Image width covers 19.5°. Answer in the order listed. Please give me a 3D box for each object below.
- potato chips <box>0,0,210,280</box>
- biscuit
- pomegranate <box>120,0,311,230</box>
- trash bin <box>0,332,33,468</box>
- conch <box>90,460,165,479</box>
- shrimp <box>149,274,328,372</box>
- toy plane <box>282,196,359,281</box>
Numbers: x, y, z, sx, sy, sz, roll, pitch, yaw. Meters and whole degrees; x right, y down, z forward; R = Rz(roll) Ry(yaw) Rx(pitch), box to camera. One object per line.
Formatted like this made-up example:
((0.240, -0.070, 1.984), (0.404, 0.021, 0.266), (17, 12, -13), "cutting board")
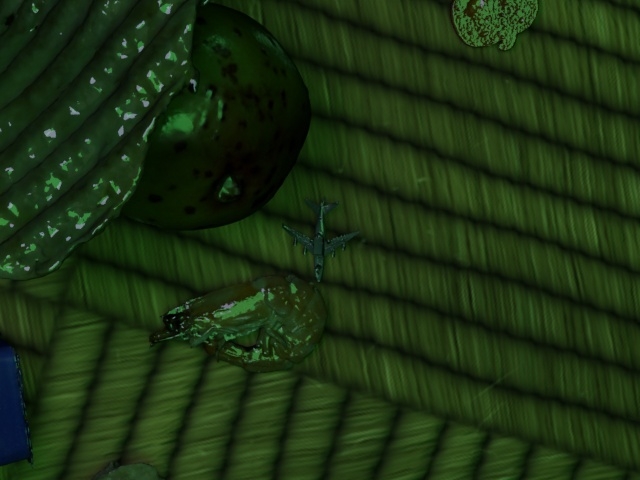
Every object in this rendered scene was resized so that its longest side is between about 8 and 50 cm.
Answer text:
((-0.247, -0.169, 1.626), (0.097, 0.373, 0.389), (26, 89, -42), "potato chips")
((0.174, -0.226, 1.850), (0.091, 0.015, 0.078), (-20, 99, -5), "biscuit")
((-0.119, -0.151, 1.735), (0.231, 0.231, 0.286), (2, 65, -8), "pomegranate")
((-0.400, 0.164, 1.741), (0.234, 0.184, 0.163), (-10, 100, -19), "trash bin")
((-0.171, 0.361, 1.732), (0.263, 0.186, 0.324), (23, 68, -25), "conch")
((-0.081, 0.087, 1.837), (0.180, 0.041, 0.099), (-9, 111, -8), "shrimp")
((0.000, -0.001, 1.841), (0.077, 0.024, 0.084), (5, 95, 10), "toy plane")
